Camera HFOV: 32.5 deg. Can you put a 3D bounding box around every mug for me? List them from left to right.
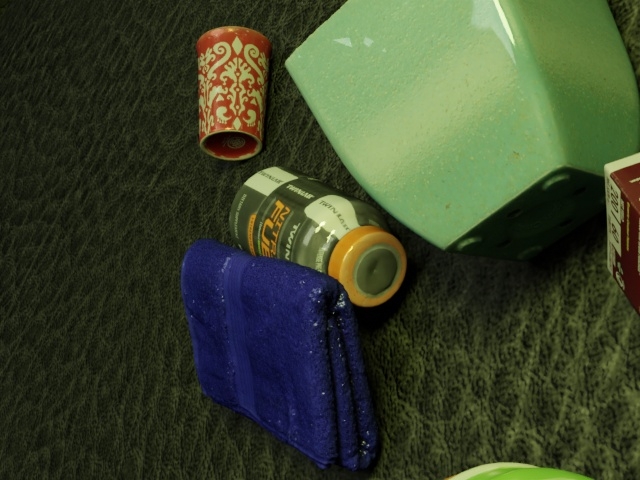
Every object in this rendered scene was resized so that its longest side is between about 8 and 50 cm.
[{"bbox_3d":[-0.123,-0.204,1.622,0.113,0.150,0.169,-6,64,11],"label":"mug"}]

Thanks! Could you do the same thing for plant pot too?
[{"bbox_3d":[0.165,-0.123,1.061,0.247,0.248,0.252,-39,60,33],"label":"plant pot"}]

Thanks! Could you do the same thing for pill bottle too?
[{"bbox_3d":[0.000,0.000,1.288,0.246,0.130,0.130,28,93,56],"label":"pill bottle"}]

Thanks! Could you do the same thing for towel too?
[{"bbox_3d":[-0.062,0.127,1.249,0.308,0.076,0.227,12,119,56],"label":"towel"}]

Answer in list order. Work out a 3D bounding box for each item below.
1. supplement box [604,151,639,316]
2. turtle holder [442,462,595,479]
[{"bbox_3d":[0.303,0.047,0.850,0.073,0.130,0.239,-19,43,-3],"label":"supplement box"},{"bbox_3d":[0.149,0.332,0.845,0.227,0.243,0.320,-19,95,64],"label":"turtle holder"}]
